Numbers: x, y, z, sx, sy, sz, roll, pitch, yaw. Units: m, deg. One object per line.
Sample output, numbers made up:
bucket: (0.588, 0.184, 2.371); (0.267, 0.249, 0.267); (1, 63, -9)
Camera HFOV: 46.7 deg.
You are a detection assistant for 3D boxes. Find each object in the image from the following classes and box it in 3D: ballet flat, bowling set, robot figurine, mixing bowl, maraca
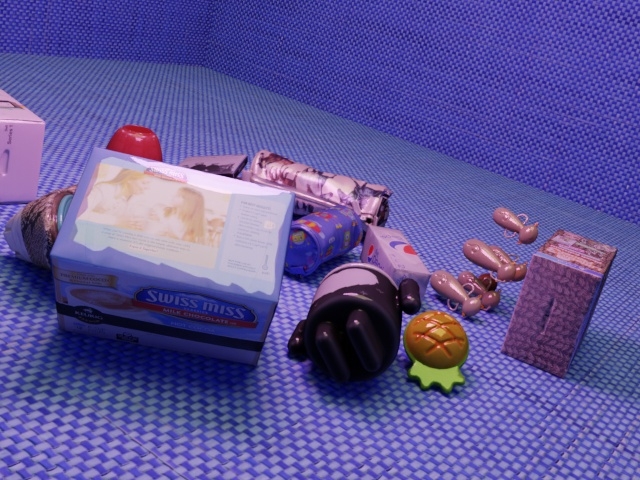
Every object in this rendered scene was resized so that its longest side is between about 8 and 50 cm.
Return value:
ballet flat: (-0.521, -0.031, 1.491); (0.182, 0.164, 0.483); (-8, 14, 2)
bowling set: (0.426, 0.082, 1.785); (0.154, 0.287, 0.200); (43, 0, 43)
robot figurine: (0.061, 0.142, 1.336); (0.209, 0.173, 0.278); (15, 19, 3)
mixing bowl: (-0.555, -0.288, 2.229); (0.181, 0.098, 0.181); (12, 19, -4)
maraca: (0.217, 0.207, 1.396); (0.127, 0.099, 0.185); (5, 44, 4)

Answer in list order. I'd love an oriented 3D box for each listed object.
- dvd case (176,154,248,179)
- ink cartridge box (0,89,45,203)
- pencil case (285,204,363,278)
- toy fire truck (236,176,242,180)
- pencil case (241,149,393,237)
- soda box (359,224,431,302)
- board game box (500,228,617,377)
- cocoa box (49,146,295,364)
dvd case: (-0.306, -0.199, 2.041); (0.179, 0.029, 0.238); (-1, 17, 4)
ink cartridge box: (-0.763, -0.227, 1.742); (0.117, 0.201, 0.278); (-4, 27, -43)
pencil case: (0.000, 0.000, 1.770); (0.119, 0.133, 0.306); (8, 15, 22)
toy fire truck: (-0.304, -0.165, 2.136); (0.135, 0.047, 0.192); (28, 22, 37)
pencil case: (-0.010, -0.125, 2.064); (0.410, 0.160, 0.183); (18, 5, 9)
soda box: (0.173, 0.059, 1.772); (0.091, 0.098, 0.286); (10, 19, -12)
board game box: (0.529, 0.127, 1.629); (0.141, 0.232, 0.291); (21, 20, 22)
cocoa box: (-0.237, 0.031, 1.229); (0.347, 0.228, 0.231); (12, 54, -7)
